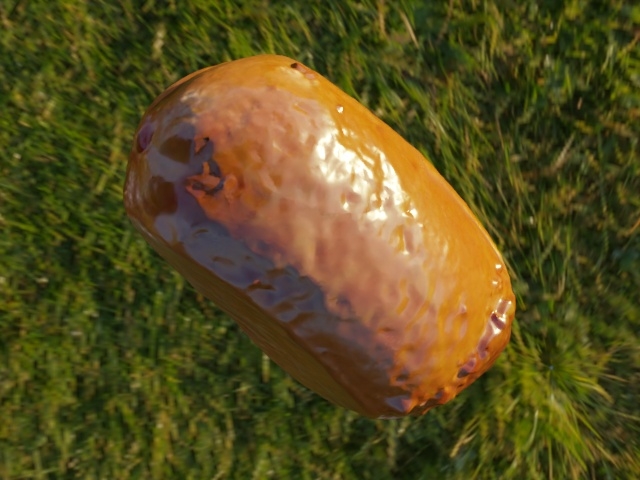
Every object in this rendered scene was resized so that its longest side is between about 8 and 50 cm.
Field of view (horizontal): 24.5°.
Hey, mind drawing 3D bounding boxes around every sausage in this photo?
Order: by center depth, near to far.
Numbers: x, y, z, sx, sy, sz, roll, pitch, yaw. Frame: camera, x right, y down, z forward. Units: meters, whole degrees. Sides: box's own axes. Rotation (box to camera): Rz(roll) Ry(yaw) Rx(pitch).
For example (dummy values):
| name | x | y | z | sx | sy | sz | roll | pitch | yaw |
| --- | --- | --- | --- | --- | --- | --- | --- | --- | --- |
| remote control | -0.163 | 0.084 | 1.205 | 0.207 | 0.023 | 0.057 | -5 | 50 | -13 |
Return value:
| name | x | y | z | sx | sy | sz | roll | pitch | yaw |
| --- | --- | --- | --- | --- | --- | --- | --- | --- | --- |
| sausage | 0.001 | -0.001 | 0.886 | 0.268 | 0.153 | 0.141 | 42 | 75 | -27 |
